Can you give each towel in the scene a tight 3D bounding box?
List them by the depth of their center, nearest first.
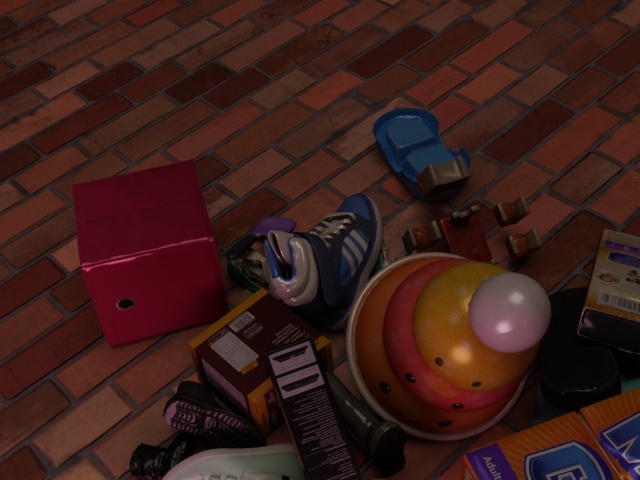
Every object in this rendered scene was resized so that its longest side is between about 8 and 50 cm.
[{"bbox_3d":[-0.146,0.144,1.819,0.083,0.009,0.060,34,82,33],"label":"towel"}]

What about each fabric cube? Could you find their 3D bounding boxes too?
[{"bbox_3d":[-0.348,0.025,1.800,0.258,0.254,0.259,-12,46,-9],"label":"fabric cube"}]

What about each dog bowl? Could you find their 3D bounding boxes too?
[{"bbox_3d":[0.239,-0.203,2.082,0.166,0.074,0.297,-21,48,-14],"label":"dog bowl"}]

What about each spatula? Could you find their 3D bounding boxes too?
[{"bbox_3d":[-0.139,-0.006,1.888,0.084,0.030,0.296,11,17,16],"label":"spatula"}]

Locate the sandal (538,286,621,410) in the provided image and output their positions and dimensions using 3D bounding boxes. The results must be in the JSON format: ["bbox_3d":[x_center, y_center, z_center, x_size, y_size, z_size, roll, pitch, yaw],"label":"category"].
[{"bbox_3d":[0.469,0.207,1.607,0.168,0.107,0.446,-3,20,19],"label":"sandal"}]

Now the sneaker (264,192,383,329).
[{"bbox_3d":[0.000,0.000,1.758,0.130,0.236,0.322,-8,57,41],"label":"sneaker"}]

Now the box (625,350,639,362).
[{"bbox_3d":[0.661,0.217,1.590,0.225,0.036,0.136,-2,35,-46],"label":"box"}]

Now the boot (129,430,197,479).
[{"bbox_3d":[-0.288,0.387,1.596,0.099,0.045,0.121,2,45,15],"label":"boot"}]

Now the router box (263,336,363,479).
[{"bbox_3d":[-0.015,0.280,1.397,0.081,0.309,0.242,-20,84,-5],"label":"router box"}]

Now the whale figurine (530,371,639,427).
[{"bbox_3d":[0.512,0.307,1.526,0.272,0.141,0.216,11,49,16],"label":"whale figurine"}]

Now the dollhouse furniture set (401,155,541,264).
[{"bbox_3d":[0.298,-0.038,1.868,0.262,0.135,0.259,-16,78,-10],"label":"dollhouse furniture set"}]

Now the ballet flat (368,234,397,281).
[{"bbox_3d":[0.121,0.024,1.878,0.077,0.091,0.241,7,44,-30],"label":"ballet flat"}]

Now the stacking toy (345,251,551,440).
[{"bbox_3d":[0.241,0.141,1.427,0.351,0.480,0.350,2,75,-6],"label":"stacking toy"}]

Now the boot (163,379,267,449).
[{"bbox_3d":[-0.188,0.325,1.629,0.198,0.077,0.137,31,10,-7],"label":"boot"}]

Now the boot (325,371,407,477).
[{"bbox_3d":[0.065,0.307,1.546,0.076,0.189,0.208,-26,55,-16],"label":"boot"}]

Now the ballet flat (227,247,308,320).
[{"bbox_3d":[-0.108,0.083,1.834,0.247,0.087,0.083,31,56,29],"label":"ballet flat"}]

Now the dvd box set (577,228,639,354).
[{"bbox_3d":[0.660,0.109,1.633,0.308,0.062,0.420,16,25,16],"label":"dvd box set"}]

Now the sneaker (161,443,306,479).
[{"bbox_3d":[-0.144,0.439,1.490,0.256,0.094,0.151,-9,41,-7],"label":"sneaker"}]

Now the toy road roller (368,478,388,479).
[{"bbox_3d":[0.022,0.540,1.324,0.330,0.202,0.240,-23,63,-15],"label":"toy road roller"}]

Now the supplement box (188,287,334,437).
[{"bbox_3d":[-0.110,0.232,1.664,0.191,0.129,0.194,-37,54,-26],"label":"supplement box"}]

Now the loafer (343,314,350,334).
[{"bbox_3d":[0.197,0.163,1.732,0.303,0.095,0.109,-17,38,-6],"label":"loafer"}]

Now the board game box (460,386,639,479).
[{"bbox_3d":[0.430,0.474,1.226,0.356,0.356,0.356,-17,47,-11],"label":"board game box"}]

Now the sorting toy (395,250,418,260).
[{"bbox_3d":[0.194,0.054,1.884,0.062,0.012,0.083,-18,47,-12],"label":"sorting toy"}]
